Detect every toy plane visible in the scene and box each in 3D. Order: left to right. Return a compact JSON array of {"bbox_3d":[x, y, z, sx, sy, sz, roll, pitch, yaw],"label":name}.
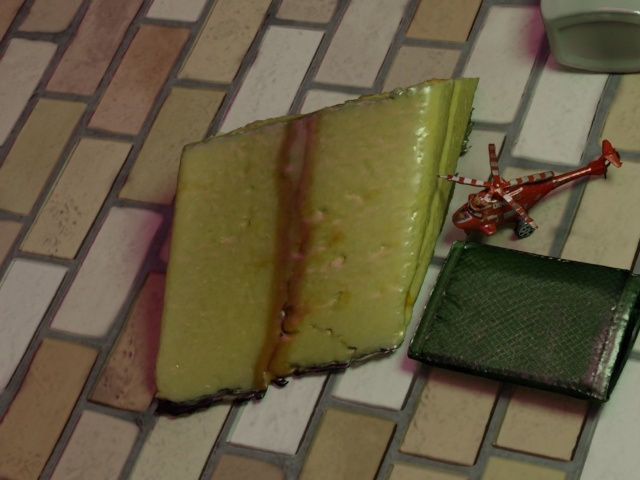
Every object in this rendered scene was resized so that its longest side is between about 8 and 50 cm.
[{"bbox_3d":[0.240,-0.064,1.818,0.194,0.077,0.126,-36,58,-16],"label":"toy plane"}]

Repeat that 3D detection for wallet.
[{"bbox_3d":[0.226,0.087,1.728,0.236,0.055,0.160,10,58,31],"label":"wallet"}]

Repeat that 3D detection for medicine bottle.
[{"bbox_3d":[0.381,-0.364,1.948,0.179,0.124,0.324,2,59,23],"label":"medicine bottle"}]

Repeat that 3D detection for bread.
[{"bbox_3d":[0.000,0.000,1.898,0.345,0.242,0.405,0,89,17],"label":"bread"}]
